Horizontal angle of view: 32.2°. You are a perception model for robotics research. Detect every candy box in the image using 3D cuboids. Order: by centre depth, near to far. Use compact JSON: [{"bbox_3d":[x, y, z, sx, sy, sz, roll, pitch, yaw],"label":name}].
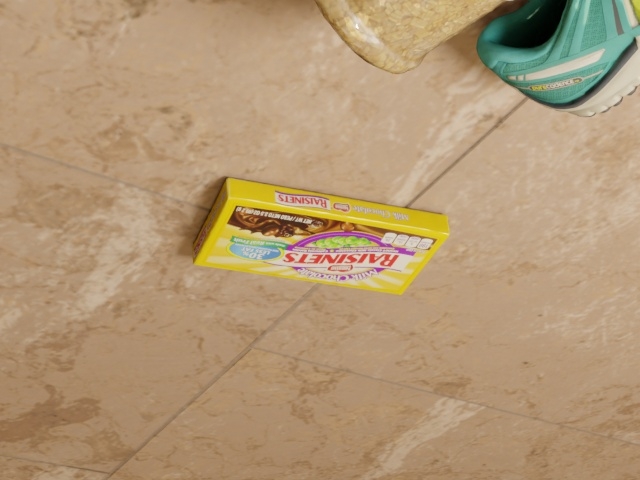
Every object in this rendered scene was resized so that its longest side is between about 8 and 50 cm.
[{"bbox_3d":[0.000,0.000,0.977,0.206,0.027,0.105,9,145,-20],"label":"candy box"}]

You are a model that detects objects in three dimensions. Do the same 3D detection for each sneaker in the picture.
[{"bbox_3d":[0.202,-0.181,0.702,0.110,0.107,0.275,19,138,-18],"label":"sneaker"}]

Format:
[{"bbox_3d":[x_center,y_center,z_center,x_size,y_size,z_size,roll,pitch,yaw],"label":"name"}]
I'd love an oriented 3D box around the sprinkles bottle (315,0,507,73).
[{"bbox_3d":[0.149,-0.230,0.603,0.355,0.121,0.121,-31,138,30],"label":"sprinkles bottle"}]
